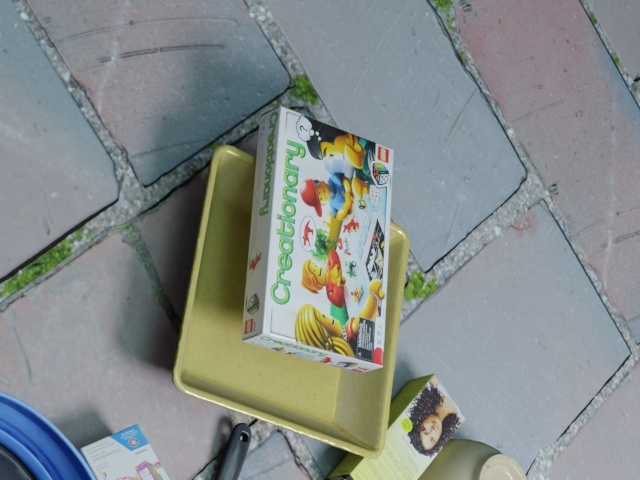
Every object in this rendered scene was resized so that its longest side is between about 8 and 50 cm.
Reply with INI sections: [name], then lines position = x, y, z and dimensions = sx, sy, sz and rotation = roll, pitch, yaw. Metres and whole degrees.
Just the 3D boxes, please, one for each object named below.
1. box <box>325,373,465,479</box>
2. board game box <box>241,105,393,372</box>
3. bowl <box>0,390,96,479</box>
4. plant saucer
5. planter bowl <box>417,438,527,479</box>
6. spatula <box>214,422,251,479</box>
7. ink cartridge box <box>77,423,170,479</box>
[box]
position = 0.100, 0.282, 2.009
dimensions = 0.087, 0.058, 0.232
rotation = 55, 51, -13
[board game box]
position = 0.000, 0.000, 1.910
dimensions = 0.193, 0.053, 0.305
rotation = 18, 66, -34
[bowl]
position = -0.398, 0.346, 1.563
dimensions = 0.391, 0.077, 0.391
rotation = 13, 69, -37
[plant saucer]
position = -0.048, 0.089, 1.932
dimensions = 0.333, 0.081, 0.332
rotation = 24, 62, -32
[planter bowl]
position = 0.216, 0.347, 2.053
dimensions = 0.162, 0.109, 0.162
rotation = 13, 69, -37
[spatula]
position = -0.132, 0.358, 1.810
dimensions = 0.084, 0.030, 0.296
rotation = 31, 59, -31
[ink cartridge box]
position = -0.222, 0.285, 1.716
dimensions = 0.088, 0.052, 0.122
rotation = -20, 74, -44
